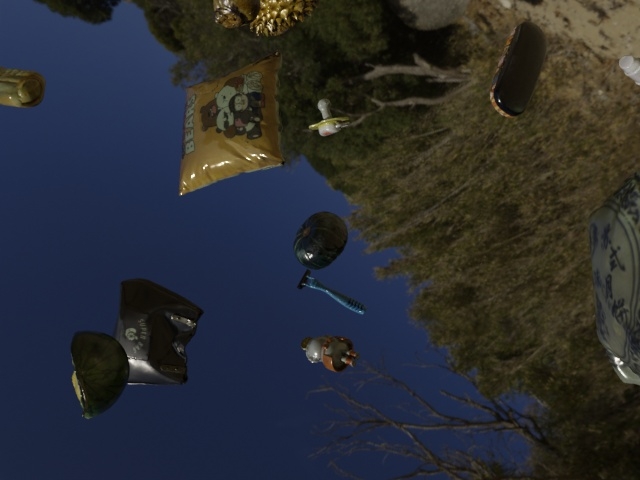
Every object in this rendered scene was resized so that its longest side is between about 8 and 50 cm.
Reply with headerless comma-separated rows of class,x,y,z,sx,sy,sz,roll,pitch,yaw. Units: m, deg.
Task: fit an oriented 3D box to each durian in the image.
durian,-0.114,-0.710,1.402,0.191,0.341,0.112,-45,-69,-35

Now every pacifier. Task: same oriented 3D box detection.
pacifier,0.016,-0.226,0.818,0.068,0.064,0.083,-17,-171,-33

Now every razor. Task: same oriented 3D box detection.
razor,0.043,0.187,1.566,0.253,0.042,0.081,28,-108,10

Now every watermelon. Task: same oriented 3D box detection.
watermelon,-0.527,0.312,1.081,0.127,0.232,0.204,-6,-109,-27

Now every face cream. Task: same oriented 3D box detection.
face cream,0.501,-0.242,0.676,0.130,0.034,0.034,18,-146,-19

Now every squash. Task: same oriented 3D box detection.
squash,0.000,0.000,1.856,0.165,0.252,0.252,36,-153,-28

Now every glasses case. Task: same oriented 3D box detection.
glasses case,0.610,-0.527,1.383,0.122,0.082,0.320,28,-105,-20

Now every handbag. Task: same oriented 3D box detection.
handbag,-0.538,0.312,1.463,0.288,0.342,0.152,11,178,12

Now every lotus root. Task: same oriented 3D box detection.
lotus root,-0.164,-0.514,0.878,0.095,0.190,0.108,2,-179,-38

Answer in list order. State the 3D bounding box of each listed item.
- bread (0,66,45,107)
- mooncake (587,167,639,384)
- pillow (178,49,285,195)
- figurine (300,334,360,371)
bread,-0.352,-0.174,0.517,0.088,0.033,0.049,10,-117,20
mooncake,0.379,0.051,0.487,0.254,0.136,0.249,32,-123,-65
pillow,-0.223,-0.285,1.101,0.119,0.313,0.309,19,-116,-60
figurine,0.029,0.432,1.777,0.272,0.143,0.143,18,-156,29
